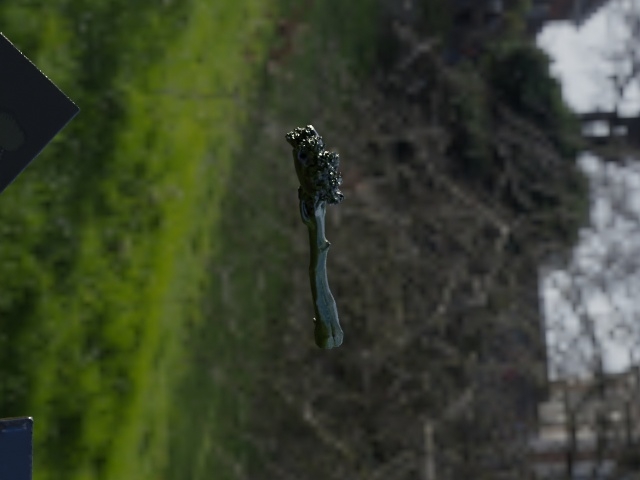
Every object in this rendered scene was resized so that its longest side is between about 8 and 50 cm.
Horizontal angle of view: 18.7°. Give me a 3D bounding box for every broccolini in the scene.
[{"bbox_3d":[0.008,0.000,1.860,0.071,0.057,0.254,-66,154,-45],"label":"broccolini"}]

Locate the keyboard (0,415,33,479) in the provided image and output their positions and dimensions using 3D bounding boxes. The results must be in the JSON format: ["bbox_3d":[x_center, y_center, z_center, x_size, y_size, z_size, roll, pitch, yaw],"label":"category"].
[{"bbox_3d":[-0.405,0.214,1.697,0.027,0.317,0.106,36,-55,58],"label":"keyboard"}]

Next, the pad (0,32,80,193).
[{"bbox_3d":[-0.252,-0.053,1.150,0.190,0.127,0.004,-48,-172,-8],"label":"pad"}]
